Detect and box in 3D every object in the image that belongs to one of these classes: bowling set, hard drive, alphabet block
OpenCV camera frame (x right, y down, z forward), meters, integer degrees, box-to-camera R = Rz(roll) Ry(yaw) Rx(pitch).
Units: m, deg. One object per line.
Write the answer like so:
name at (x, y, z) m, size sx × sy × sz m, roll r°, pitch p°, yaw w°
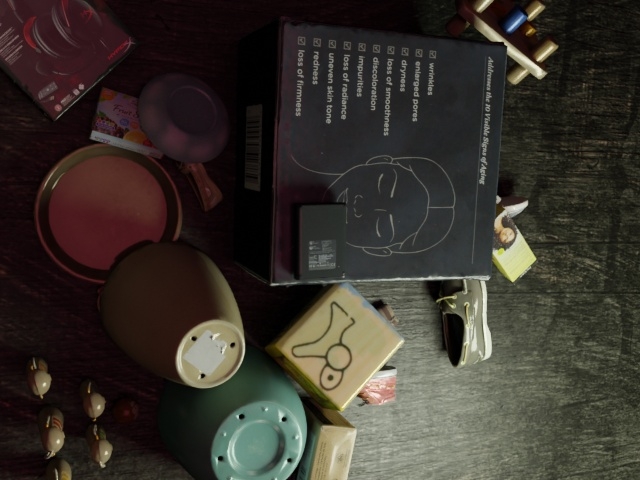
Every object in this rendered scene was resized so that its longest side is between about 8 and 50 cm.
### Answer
bowling set at (-0.444, 0.342, 1.371) m, size 0.200 × 0.154 × 0.286 m, roll -14°, pitch 102°, yaw -20°
hard drive at (0.000, 0.000, 1.273) m, size 0.094 × 0.022 × 0.135 m, roll -3°, pitch 99°, yaw -22°
alphabet block at (0.024, 0.218, 1.500) m, size 0.192 × 0.193 × 0.197 m, roll 45°, pitch 75°, yaw 1°

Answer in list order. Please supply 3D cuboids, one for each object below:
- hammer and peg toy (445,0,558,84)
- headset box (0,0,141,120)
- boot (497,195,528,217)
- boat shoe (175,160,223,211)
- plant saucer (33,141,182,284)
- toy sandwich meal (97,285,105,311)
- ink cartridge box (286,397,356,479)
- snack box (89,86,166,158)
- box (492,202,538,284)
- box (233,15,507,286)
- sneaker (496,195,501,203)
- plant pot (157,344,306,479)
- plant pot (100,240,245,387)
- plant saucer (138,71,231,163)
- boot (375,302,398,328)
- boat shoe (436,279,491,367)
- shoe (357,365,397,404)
hammer and peg toy at (0.341, -0.510, 1.547) m, size 0.361 × 0.127 × 0.265 m, roll 30°, pitch 40°, yaw -23°
headset box at (-0.507, -0.391, 1.282) m, size 0.218 × 0.110 × 0.293 m, roll -46°, pitch 110°, yaw -11°
boot at (0.418, -0.045, 1.737) m, size 0.190 × 0.069 × 0.086 m, roll -17°, pitch 114°, yaw -16°
boat shoe at (-0.256, -0.130, 1.448) m, size 0.048 × 0.056 × 0.153 m, roll -41°, pitch 117°, yaw -18°
plant saucer at (-0.410, -0.052, 1.401) m, size 0.278 × 0.041 × 0.277 m, roll -2°, pitch 96°, yaw -22°
toy sandwich meal at (-0.404, 0.121, 1.429) m, size 0.086 × 0.029 × 0.085 m, roll -3°, pitch 97°, yaw -22°
ink cartridge box at (-0.015, 0.479, 1.542) m, size 0.088 × 0.193 × 0.234 m, roll 10°, pitch 92°, yaw -21°
snack box at (-0.362, -0.225, 1.382) m, size 0.141 × 0.037 × 0.100 m, roll 15°, pitch 62°, yaw -24°
box at (0.431, 0.006, 1.695) m, size 0.087 × 0.058 × 0.232 m, roll -45°, pitch 133°, yaw 1°
box at (0.089, -0.167, 1.453) m, size 0.472 × 0.297 × 0.479 m, roll 0°, pitch 97°, yaw -20°
sneaker at (0.354, -0.099, 1.708) m, size 0.152 × 0.054 × 0.061 m, roll 9°, pitch 99°, yaw -14°
plant pot at (-0.160, 0.375, 1.449) m, size 0.293 × 0.235 × 0.292 m, roll -3°, pitch 97°, yaw -23°
plant pot at (-0.253, 0.161, 1.341) m, size 0.257 × 0.274 × 0.256 m, roll -9°, pitch 110°, yaw -26°
plant saucer at (-0.256, -0.247, 1.403) m, size 0.195 × 0.037 × 0.194 m, roll 11°, pitch 68°, yaw -30°
boot at (0.125, 0.176, 1.652) m, size 0.087 × 0.042 × 0.118 m, roll -43°, pitch 111°, yaw -19°
boat shoe at (0.328, 0.157, 1.693) m, size 0.091 × 0.109 × 0.304 m, roll -20°, pitch 107°, yaw -24°
shoe at (0.096, 0.337, 1.642) m, size 0.178 × 0.063 × 0.081 m, roll -2°, pitch 93°, yaw -26°
